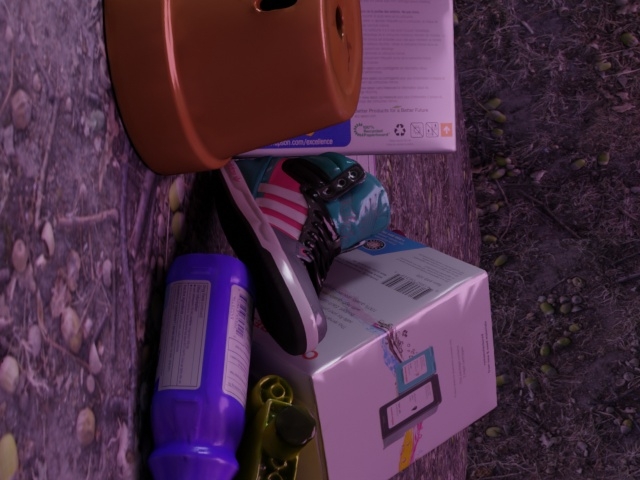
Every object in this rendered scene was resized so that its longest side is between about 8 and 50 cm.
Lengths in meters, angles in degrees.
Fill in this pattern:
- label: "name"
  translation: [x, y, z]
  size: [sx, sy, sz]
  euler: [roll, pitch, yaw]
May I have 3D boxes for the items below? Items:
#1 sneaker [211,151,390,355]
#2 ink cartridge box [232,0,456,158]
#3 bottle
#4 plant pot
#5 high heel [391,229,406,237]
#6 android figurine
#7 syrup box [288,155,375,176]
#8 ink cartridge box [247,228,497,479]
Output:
- label: "sneaker"
  translation: [0.000, 0.000, 1.433]
  size: [0.295, 0.178, 0.124]
  euler: [-117, -160, -45]
- label: "ink cartridge box"
  translation: [0.021, -0.257, 1.594]
  size: [0.072, 0.303, 0.307]
  euler: [180, -93, -68]
- label: "bottle"
  translation: [-0.121, 0.159, 1.308]
  size: [0.118, 0.092, 0.283]
  euler: [73, 19, -66]
- label: "plant pot"
  translation: [-0.074, -0.218, 1.331]
  size: [0.291, 0.203, 0.291]
  euler: [-3, 90, -77]
- label: "high heel"
  translation: [0.090, 0.152, 2.001]
  size: [0.377, 0.127, 0.181]
  euler: [116, -21, -53]
- label: "android figurine"
  translation: [-0.074, 0.269, 1.335]
  size: [0.273, 0.056, 0.248]
  euler: [130, -27, -58]
- label: "syrup box"
  translation: [0.017, -0.122, 1.944]
  size: [0.237, 0.093, 0.096]
  euler: [-23, 110, -76]
- label: "ink cartridge box"
  translation: [0.039, 0.142, 1.513]
  size: [0.270, 0.198, 0.197]
  euler: [-27, 124, -31]
